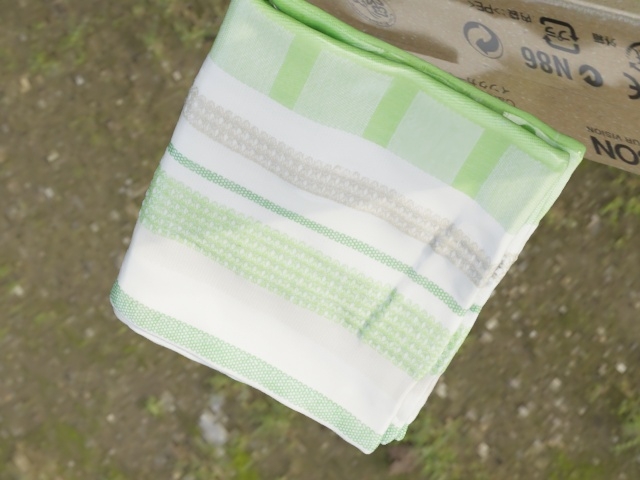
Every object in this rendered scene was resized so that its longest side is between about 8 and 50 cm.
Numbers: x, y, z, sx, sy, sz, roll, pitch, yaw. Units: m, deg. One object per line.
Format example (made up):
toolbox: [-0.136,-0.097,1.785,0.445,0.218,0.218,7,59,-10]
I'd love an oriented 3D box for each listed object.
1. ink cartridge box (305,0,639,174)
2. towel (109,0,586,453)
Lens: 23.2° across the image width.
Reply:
ink cartridge box: [0.115,-0.130,0.581,0.235,0.193,0.088,22,153,38]
towel: [0.000,0.000,0.483,0.113,0.023,0.152,26,136,-2]
